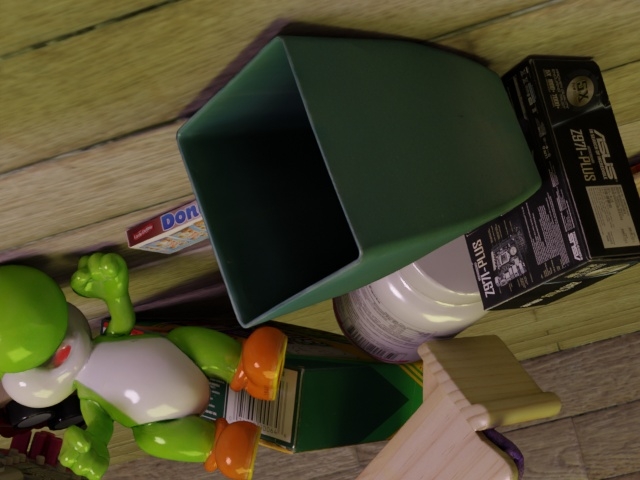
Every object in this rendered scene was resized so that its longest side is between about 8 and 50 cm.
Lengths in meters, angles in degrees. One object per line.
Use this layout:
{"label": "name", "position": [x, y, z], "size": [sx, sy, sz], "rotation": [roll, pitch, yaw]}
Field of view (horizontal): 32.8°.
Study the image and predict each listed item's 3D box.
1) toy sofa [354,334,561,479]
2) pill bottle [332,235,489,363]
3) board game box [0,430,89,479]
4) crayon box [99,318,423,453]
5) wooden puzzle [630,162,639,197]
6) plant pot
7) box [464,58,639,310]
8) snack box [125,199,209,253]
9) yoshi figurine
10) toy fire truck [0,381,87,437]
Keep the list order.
{"label": "toy sofa", "position": [0.110, 0.287, 1.233], "size": [0.150, 0.177, 0.362], "rotation": [2, 133, -48]}
{"label": "pill bottle", "position": [0.116, 0.032, 1.200], "size": [0.160, 0.160, 0.283], "rotation": [-9, 165, -15]}
{"label": "board game box", "position": [-0.454, 0.288, 1.421], "size": [0.390, 0.050, 0.390], "rotation": [16, 174, -36]}
{"label": "crayon box", "position": [-0.056, 0.174, 1.420], "size": [0.362, 0.106, 0.313], "rotation": [8, -176, 41]}
{"label": "wooden puzzle", "position": [0.431, -0.075, 1.324], "size": [0.221, 0.044, 0.238], "rotation": [1, 164, -43]}
{"label": "plant pot", "position": [0.045, -0.054, 0.850], "size": [0.234, 0.166, 0.165], "rotation": [-12, 167, -38]}
{"label": "box", "position": [0.191, -0.045, 0.948], "size": [0.077, 0.180, 0.147], "rotation": [-4, 162, -30]}
{"label": "snack box", "position": [-0.104, -0.026, 1.072], "size": [0.178, 0.022, 0.064], "rotation": [-21, 164, 27]}
{"label": "yoshi figurine", "position": [-0.224, 0.123, 1.123], "size": [0.362, 0.203, 0.203], "rotation": [15, -153, 3]}
{"label": "toy fire truck", "position": [-0.440, 0.211, 1.458], "size": [0.246, 0.159, 0.217], "rotation": [-28, 162, 14]}
